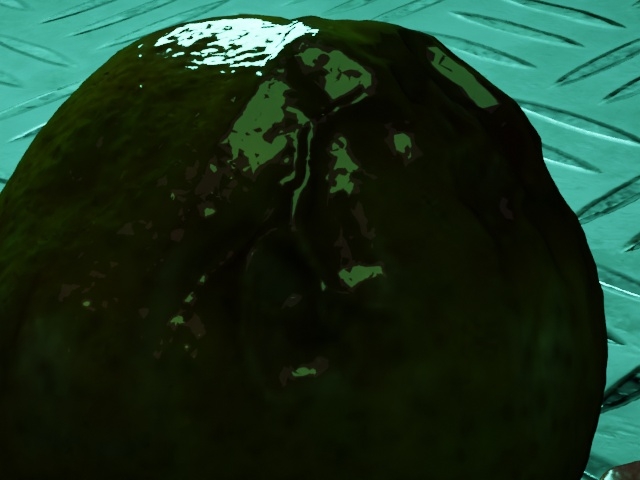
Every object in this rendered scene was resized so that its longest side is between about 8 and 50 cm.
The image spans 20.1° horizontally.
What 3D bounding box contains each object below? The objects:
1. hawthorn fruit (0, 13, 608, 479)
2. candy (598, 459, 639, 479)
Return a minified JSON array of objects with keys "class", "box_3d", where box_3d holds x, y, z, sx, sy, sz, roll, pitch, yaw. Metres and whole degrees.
[{"class":"hawthorn fruit","box_3d":[-0.025,0.064,1.215,0.471,0.472,0.472,-5,27,3]},{"class":"candy","box_3d":[0.283,0.192,1.344,0.292,0.059,0.086,-11,29,-6]}]
